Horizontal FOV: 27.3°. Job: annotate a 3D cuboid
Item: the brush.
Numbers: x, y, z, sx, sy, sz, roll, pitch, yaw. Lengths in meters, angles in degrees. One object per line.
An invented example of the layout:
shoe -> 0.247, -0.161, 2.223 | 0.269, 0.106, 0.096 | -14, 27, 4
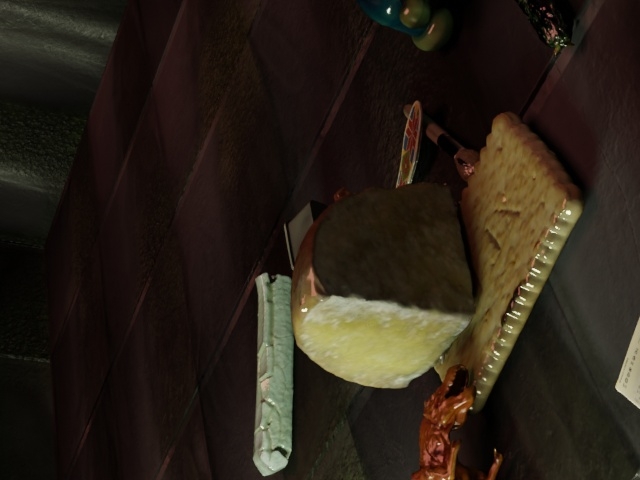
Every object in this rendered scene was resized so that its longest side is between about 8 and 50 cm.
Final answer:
brush -> 0.158, -0.137, 1.759 | 0.039, 0.042, 0.299 | 66, 174, -28

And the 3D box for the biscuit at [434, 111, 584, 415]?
biscuit -> 0.205, 0.027, 1.572 | 0.217, 0.044, 0.324 | -116, 41, -53

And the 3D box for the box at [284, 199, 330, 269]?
box -> 0.000, 0.000, 2.033 | 0.069, 0.084, 0.122 | -50, 36, 34

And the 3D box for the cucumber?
cucumber -> 0.262, -0.280, 1.558 | 0.181, 0.053, 0.053 | -108, 35, -49

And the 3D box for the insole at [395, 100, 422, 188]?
insole -> 0.120, -0.103, 1.834 | 0.065, 0.006, 0.193 | -111, 27, -58

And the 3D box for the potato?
potato -> 0.036, 0.046, 1.587 | 0.189, 0.264, 0.211 | -41, 52, 43

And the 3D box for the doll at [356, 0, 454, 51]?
doll -> 0.138, -0.405, 1.735 | 0.198, 0.186, 0.322 | -106, 30, -46

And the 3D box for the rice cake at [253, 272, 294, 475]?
rice cake -> -0.077, 0.215, 2.149 | 0.066, 0.063, 0.336 | 125, 146, -61

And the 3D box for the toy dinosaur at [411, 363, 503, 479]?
toy dinosaur -> 0.152, 0.362, 1.492 | 0.208, 0.097, 0.432 | -169, 86, -67

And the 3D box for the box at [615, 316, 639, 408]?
box -> 0.357, 0.130, 1.182 | 0.247, 0.033, 0.129 | -132, 56, -62
